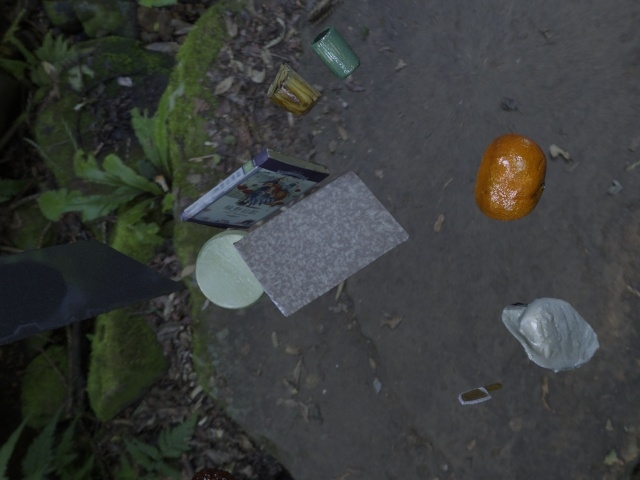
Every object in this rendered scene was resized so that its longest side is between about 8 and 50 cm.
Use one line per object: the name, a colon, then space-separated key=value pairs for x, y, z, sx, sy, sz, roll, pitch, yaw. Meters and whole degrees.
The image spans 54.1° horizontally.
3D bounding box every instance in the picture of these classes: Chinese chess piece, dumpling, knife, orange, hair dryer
Chinese chess piece: x=-0.267 y=0.091 z=1.973 sx=0.250 sy=0.101 sz=0.250 roll=0 pitch=97 yaw=2
dumpling: x=0.423 y=0.181 z=1.165 sx=0.176 sy=0.150 sz=0.092 roll=38 pitch=142 yaw=-18
knife: x=0.435 y=0.407 z=1.678 sx=0.046 sy=0.256 sz=0.022 roll=34 pitch=110 yaw=36
orange: x=0.484 y=-0.158 z=1.591 sx=0.170 sy=0.224 sz=0.224 roll=13 pitch=107 yaw=12
hair dryer: x=0.010 y=-0.300 z=0.989 sx=0.047 sy=0.150 sz=0.071 roll=-42 pitch=116 yaw=4

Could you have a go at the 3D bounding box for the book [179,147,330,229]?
book: x=-0.115 y=-0.079 z=1.101 sx=0.231 sy=0.157 sz=0.026 roll=-30 pitch=67 yaw=33

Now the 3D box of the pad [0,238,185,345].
pad: x=-0.240 y=0.039 z=0.545 sx=0.143 sy=0.211 sz=0.003 roll=23 pitch=110 yaw=29

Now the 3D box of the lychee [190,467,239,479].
lychee: x=-0.173 y=0.443 z=1.035 sx=0.123 sy=0.123 sz=0.129 roll=-4 pitch=146 yaw=15

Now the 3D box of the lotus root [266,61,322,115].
lotus root: x=-0.071 y=-0.375 z=1.596 sx=0.135 sy=0.159 sz=0.095 roll=36 pitch=114 yaw=-12

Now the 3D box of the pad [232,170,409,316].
pad: x=0.000 y=0.000 z=0.985 sx=0.235 sy=0.003 sz=0.158 roll=-33 pitch=66 yaw=-12
